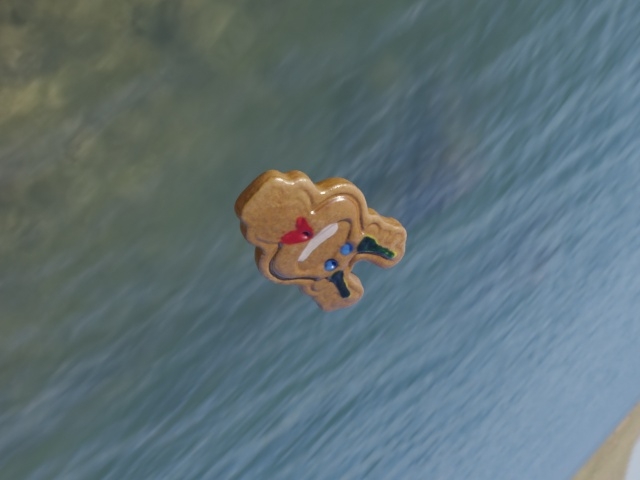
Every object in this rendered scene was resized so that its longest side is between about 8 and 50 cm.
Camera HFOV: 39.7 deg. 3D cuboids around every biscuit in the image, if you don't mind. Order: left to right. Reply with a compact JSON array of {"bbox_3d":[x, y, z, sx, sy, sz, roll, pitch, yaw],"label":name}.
[{"bbox_3d":[0.000,0.000,1.373,0.202,0.047,0.334,-43,135,11],"label":"biscuit"}]
